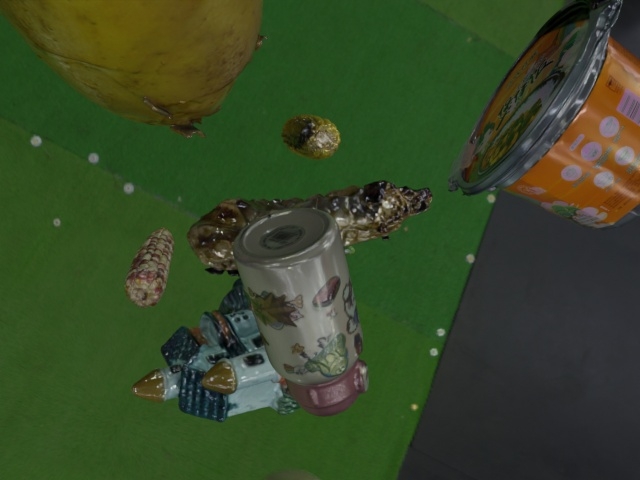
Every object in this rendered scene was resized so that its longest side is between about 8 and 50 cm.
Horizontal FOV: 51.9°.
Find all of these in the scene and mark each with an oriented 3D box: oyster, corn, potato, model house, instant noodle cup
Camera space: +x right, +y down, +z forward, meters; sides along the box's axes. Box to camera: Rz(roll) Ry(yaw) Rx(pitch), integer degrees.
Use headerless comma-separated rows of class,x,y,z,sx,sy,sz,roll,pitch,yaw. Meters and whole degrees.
oyster,-0.012,-0.036,0.898,0.345,0.078,0.128,-11,41,-3
corn,-0.016,-0.161,1.017,0.072,0.203,0.071,-3,102,-12
potato,-0.112,-0.164,0.342,0.173,0.300,0.140,17,72,12
model house,-0.184,0.207,1.149,0.291,0.184,0.253,-15,40,-31
corn,-0.322,0.043,1.266,0.080,0.079,0.237,18,27,-11
instant noodle cup,0.212,-0.088,0.535,0.126,0.208,0.177,28,66,-7

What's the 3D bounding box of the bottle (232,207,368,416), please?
bottle,-0.012,0.095,0.761,0.120,0.120,0.253,-29,124,-21

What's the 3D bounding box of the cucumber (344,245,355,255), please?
cucumber,0.000,0.000,1.406,0.155,0.037,0.037,24,70,-7

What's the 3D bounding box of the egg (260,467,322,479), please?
egg,-0.057,0.546,1.295,0.186,0.242,0.185,9,67,-21
